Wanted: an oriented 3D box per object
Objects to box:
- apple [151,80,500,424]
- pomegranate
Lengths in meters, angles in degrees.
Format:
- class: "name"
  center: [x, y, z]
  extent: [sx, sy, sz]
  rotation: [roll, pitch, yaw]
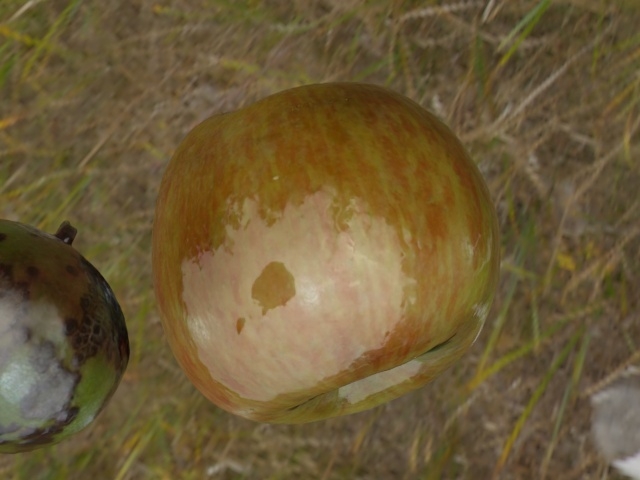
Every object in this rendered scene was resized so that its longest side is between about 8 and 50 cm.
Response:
- class: "apple"
  center: [0.000, 0.000, 1.227]
  extent: [0.264, 0.264, 0.264]
  rotation: [8, 122, 14]
- class: "pomegranate"
  center: [-0.189, 0.063, 0.919]
  extent: [0.148, 0.169, 0.148]
  rotation: [40, 154, 25]
